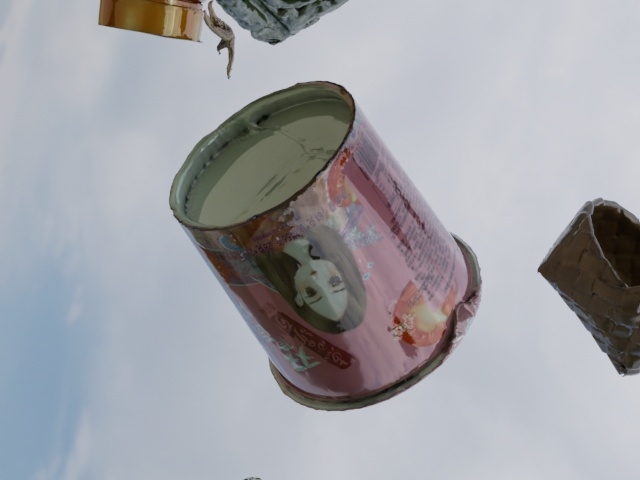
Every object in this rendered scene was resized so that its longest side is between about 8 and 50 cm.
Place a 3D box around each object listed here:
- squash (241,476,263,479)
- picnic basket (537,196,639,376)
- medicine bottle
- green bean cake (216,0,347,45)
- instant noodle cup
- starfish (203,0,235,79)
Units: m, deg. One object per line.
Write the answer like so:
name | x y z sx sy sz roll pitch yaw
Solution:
squash | -0.084 0.256 0.605 0.169 0.252 0.093 24 -46 42
picnic basket | 0.619 0.045 1.639 0.337 0.293 0.337 13 -62 26
medicine bottle | -0.138 -0.277 0.784 0.096 0.096 0.192 27 -69 58
green bean cake | -0.044 -0.393 1.171 0.255 0.241 0.132 -27 -117 17
instant noodle cup | 0.000 0.000 0.844 0.243 0.231 0.243 -22 -143 18
starfish | -0.168 -0.350 1.574 0.133 0.041 0.130 106 -37 -89
